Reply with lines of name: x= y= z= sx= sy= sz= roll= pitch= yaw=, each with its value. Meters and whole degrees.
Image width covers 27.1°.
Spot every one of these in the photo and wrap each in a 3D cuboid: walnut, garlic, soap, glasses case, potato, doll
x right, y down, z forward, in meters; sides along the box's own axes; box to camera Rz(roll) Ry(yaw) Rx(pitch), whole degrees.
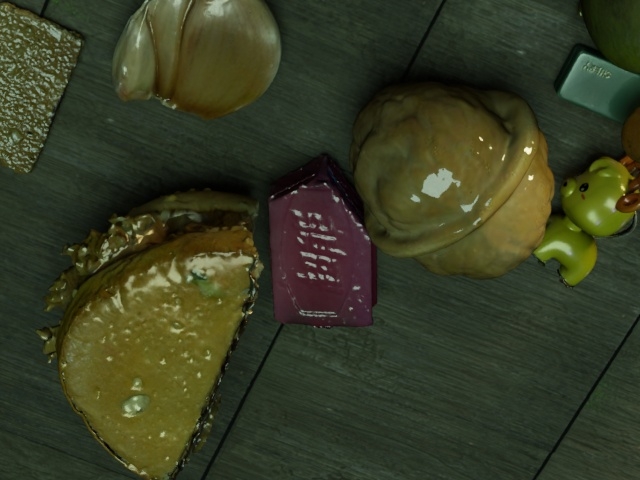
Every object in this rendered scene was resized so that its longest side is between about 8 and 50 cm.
walnut: x=0.183 y=-0.085 z=1.816 sx=0.285 sy=0.285 sz=0.296 roll=-37 pitch=117 yaw=19
garlic: x=-0.158 y=-0.276 z=1.812 sx=0.217 sy=0.110 sz=0.228 roll=16 pitch=129 yaw=-20
soap: x=0.000 y=0.000 z=1.960 sx=0.162 sy=0.099 sz=0.250 roll=1 pitch=118 yaw=9
glasses case: x=0.426 y=-0.207 z=1.867 sx=0.184 sy=0.039 sz=0.078 roll=21 pitch=117 yaw=-9
potato: x=0.410 y=-0.332 z=1.680 sx=0.112 sy=0.255 sz=0.270 roll=12 pitch=118 yaw=-6
doll: x=0.399 y=-0.041 z=1.908 sx=0.135 sy=0.143 sz=0.221 roll=36 pitch=120 yaw=-14

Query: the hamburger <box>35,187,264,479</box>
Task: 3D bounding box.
hamburger: x=-0.255 y=0.103 z=1.919 sx=0.286 sy=0.268 sz=0.446 roll=19 pitch=121 yaw=-10

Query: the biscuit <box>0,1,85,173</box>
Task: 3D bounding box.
biscuit: x=-0.433 y=-0.214 z=1.893 sx=0.131 sy=0.026 sz=0.237 roll=24 pitch=117 yaw=-9

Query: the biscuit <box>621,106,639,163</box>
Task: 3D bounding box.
biscuit: x=0.542 y=-0.146 z=1.752 sx=0.283 sy=0.432 sz=0.064 roll=-23 pitch=160 yaw=30
